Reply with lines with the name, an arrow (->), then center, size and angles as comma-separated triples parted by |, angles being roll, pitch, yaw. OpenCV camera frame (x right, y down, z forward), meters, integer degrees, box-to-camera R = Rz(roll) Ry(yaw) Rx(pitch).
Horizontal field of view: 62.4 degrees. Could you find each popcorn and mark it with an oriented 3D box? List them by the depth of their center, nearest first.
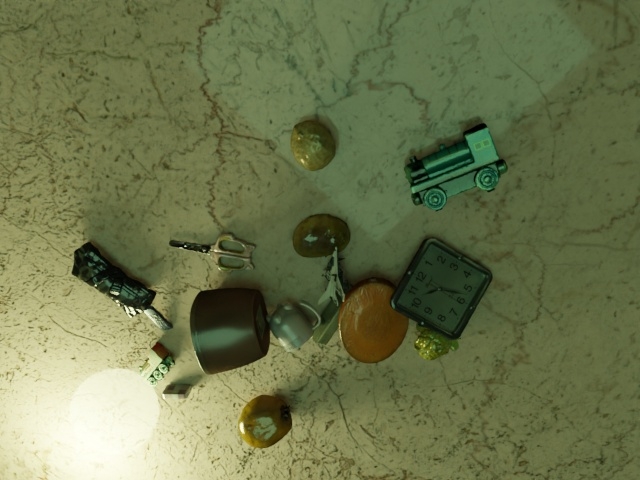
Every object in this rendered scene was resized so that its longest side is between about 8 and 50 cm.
popcorn -> 0.399, 0.357, 1.851 | 0.162, 0.135, 0.141 | 32, 107, -4

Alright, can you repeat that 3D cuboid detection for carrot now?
carrot -> 0.180, 0.269, 1.825 | 0.258, 0.100, 0.307 | -9, 110, -13

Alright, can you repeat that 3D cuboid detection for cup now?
cup -> -0.101, 0.296, 1.886 | 0.173, 0.134, 0.142 | -22, 109, 46

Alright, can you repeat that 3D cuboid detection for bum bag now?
bum bag -> -0.773, 0.153, 1.954 | 0.340, 0.095, 0.144 | 40, 98, -11

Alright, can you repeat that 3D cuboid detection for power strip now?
power strip -> 0.050, 0.263, 1.887 | 0.052, 0.078, 0.272 | 19, 117, -29

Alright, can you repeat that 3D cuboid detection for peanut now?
peanut -> -0.027, -0.295, 1.639 | 0.140, 0.109, 0.159 | -35, 106, 20

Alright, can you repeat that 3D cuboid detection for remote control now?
remote control -> -0.613, 0.293, 1.997 | 0.043, 0.027, 0.152 | -22, 134, 3

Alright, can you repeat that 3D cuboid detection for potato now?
potato -> 0.000, 0.000, 1.783 | 0.200, 0.081, 0.164 | -12, 112, 15

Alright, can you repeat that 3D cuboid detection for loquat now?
loquat -> -0.212, 0.706, 2.068 | 0.234, 0.176, 0.187 | -34, 105, 9

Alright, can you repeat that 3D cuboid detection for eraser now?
eraser -> -0.581, 0.611, 2.140 | 0.105, 0.065, 0.026 | -2, 111, 10

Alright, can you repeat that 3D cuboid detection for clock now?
clock -> 0.404, 0.163, 1.769 | 0.278, 0.049, 0.273 | 30, 92, -9

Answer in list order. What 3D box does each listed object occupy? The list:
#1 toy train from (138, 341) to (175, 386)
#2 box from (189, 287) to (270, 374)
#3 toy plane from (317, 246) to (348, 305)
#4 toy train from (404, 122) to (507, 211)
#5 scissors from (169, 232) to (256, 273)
toy train -> -0.657, 0.498, 2.103 | 0.118, 0.074, 0.176 | 42, 118, 0
box -> -0.305, 0.304, 1.848 | 0.216, 0.301, 0.301 | -10, 112, 7
toy plane -> 0.052, 0.121, 1.795 | 0.082, 0.160, 0.234 | -1, 121, -31
toy train -> 0.404, -0.216, 1.613 | 0.298, 0.120, 0.194 | -21, 101, 16
scissors -> -0.388, 0.037, 1.883 | 0.317, 0.024, 0.160 | 9, 115, 4
